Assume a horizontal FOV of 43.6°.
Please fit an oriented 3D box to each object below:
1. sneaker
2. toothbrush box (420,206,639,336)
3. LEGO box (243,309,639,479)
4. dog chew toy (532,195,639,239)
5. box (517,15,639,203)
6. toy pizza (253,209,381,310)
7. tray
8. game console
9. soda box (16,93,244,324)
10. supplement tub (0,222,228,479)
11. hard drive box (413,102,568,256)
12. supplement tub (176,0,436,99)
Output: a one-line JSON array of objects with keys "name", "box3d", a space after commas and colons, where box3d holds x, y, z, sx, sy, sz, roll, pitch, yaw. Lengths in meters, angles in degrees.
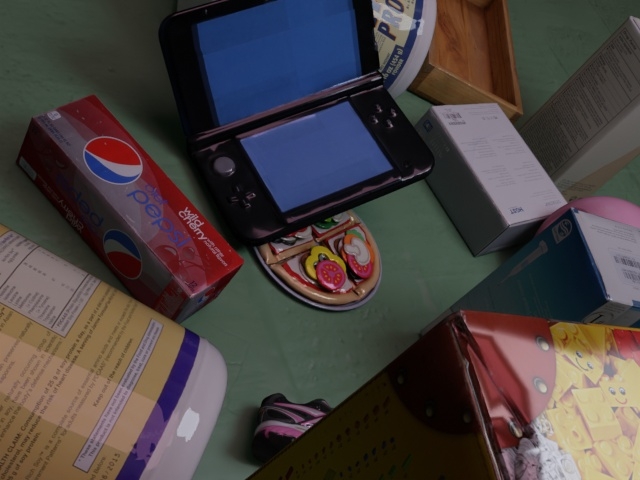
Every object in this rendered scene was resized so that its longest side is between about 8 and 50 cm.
[{"name": "sneaker", "box3d": [0.011, 0.209, 0.867, 0.178, 0.072, 0.077, 26, 34, -24]}, {"name": "toothbrush box", "box3d": [0.300, 0.111, 0.988, 0.216, 0.295, 0.126, 13, 51, -29]}, {"name": "LEGO box", "box3d": [0.111, 0.263, 0.574, 0.372, 0.500, 0.193, 9, 52, -31]}, {"name": "dog chew toy", "box3d": [0.475, 0.071, 1.230, 0.332, 0.206, 0.206, 29, 43, -28]}, {"name": "box", "box3d": [0.484, -0.211, 1.371, 0.121, 0.311, 0.148, 7, 53, -32]}, {"name": "toy pizza", "box3d": [0.000, 0.000, 1.053, 0.201, 0.032, 0.201, 20, 47, -22]}, {"name": "tray", "box3d": [0.270, -0.394, 1.543, 0.203, 0.076, 0.411, 23, 45, -19]}, {"name": "game console", "box3d": [-0.019, -0.173, 1.003, 0.293, 0.173, 0.250, -23, 65, -18]}, {"name": "soda box", "box3d": [-0.212, -0.032, 0.887, 0.263, 0.083, 0.092, 48, 44, 6]}, {"name": "supplement tub", "box3d": [-0.266, 0.113, 0.614, 0.331, 0.241, 0.241, 32, 43, -11]}, {"name": "hard drive box", "box3d": [0.268, -0.105, 1.292, 0.181, 0.089, 0.232, -11, 63, -41]}, {"name": "supplement tub", "box3d": [-0.022, -0.342, 1.167, 0.325, 0.235, 0.235, 12, 50, -28]}]
